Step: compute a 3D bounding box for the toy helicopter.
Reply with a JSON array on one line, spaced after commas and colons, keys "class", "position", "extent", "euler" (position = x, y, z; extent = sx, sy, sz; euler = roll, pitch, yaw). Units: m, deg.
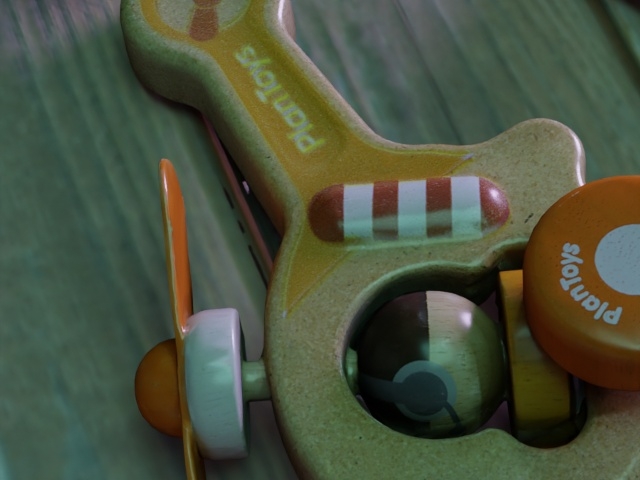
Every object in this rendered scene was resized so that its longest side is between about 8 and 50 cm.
[{"class": "toy helicopter", "position": [0.000, 0.000, 0.714], "extent": [0.235, 0.140, 0.355], "euler": [-30, 58, -10]}]
